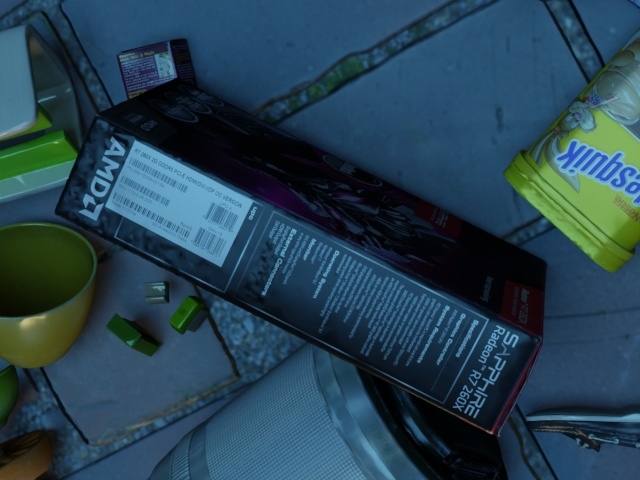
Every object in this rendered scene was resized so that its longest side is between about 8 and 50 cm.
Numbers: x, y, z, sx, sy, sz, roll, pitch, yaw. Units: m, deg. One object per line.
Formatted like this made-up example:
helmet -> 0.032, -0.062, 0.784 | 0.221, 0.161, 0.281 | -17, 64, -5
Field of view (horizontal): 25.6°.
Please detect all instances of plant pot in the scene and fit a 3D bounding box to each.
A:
plant pot -> -0.268, 0.060, 1.301 | 0.134, 0.134, 0.095 | 12, 132, 14

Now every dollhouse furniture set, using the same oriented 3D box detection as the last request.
dollhouse furniture set -> -0.128, 0.037, 1.299 | 0.076, 0.058, 0.151 | 37, 88, 15

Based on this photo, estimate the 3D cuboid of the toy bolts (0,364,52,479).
toy bolts -> -0.385, 0.240, 1.330 | 0.228, 0.218, 0.158 | -15, 101, 36

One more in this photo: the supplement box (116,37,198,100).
supplement box -> -0.142, -0.134, 1.263 | 0.055, 0.043, 0.083 | -10, 97, 18

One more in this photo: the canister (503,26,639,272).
canister -> 0.250, -0.077, 1.141 | 0.126, 0.073, 0.170 | 42, 106, 6

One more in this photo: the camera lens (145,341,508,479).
camera lens -> 0.003, 0.211, 1.186 | 0.274, 0.219, 0.219 | -38, 87, 19

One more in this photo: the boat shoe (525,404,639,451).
boat shoe -> 0.238, 0.162, 1.201 | 0.125, 0.046, 0.038 | -2, 94, 9

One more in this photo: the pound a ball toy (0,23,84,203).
pound a ball toy -> -0.378, -0.080, 1.299 | 0.319, 0.208, 0.135 | -15, 67, 7

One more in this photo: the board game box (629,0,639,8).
board game box -> 0.285, -0.287, 1.114 | 0.136, 0.035, 0.201 | 38, 108, 8

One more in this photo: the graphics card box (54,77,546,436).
graphics card box -> 0.000, 0.000, 1.123 | 0.371, 0.233, 0.094 | 26, 107, 4
